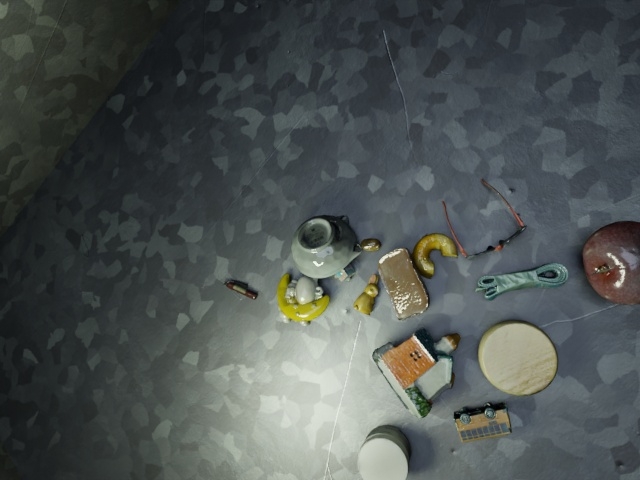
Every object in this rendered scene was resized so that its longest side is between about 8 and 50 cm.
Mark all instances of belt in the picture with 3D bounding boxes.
[{"bbox_3d":[0.701,0.146,1.460,0.301,0.072,0.088,-14,76,15],"label":"belt"}]

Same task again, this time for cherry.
[{"bbox_3d":[0.981,0.064,1.311,0.306,0.221,0.262,-15,86,2],"label":"cherry"}]

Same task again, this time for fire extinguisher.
[{"bbox_3d":[-0.350,0.205,1.809,0.173,0.035,0.049,21,93,16],"label":"fire extinguisher"}]

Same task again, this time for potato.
[{"bbox_3d":[0.200,0.017,1.655,0.083,0.040,0.051,-1,77,16],"label":"potato"}]

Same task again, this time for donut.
[{"bbox_3d":[0.422,0.045,1.564,0.181,0.078,0.146,-40,76,7],"label":"donut"}]

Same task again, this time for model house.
[{"bbox_3d":[0.377,0.438,1.493,0.300,0.190,0.272,-35,69,-6],"label":"model house"}]

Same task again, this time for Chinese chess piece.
[{"bbox_3d":[0.671,0.398,1.423,0.250,0.097,0.251,-2,82,16],"label":"Chinese chess piece"}]

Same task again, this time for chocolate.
[{"bbox_3d":[0.324,0.157,1.572,0.161,0.083,0.262,-26,78,37],"label":"chocolate"}]

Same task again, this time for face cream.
[{"bbox_3d":[0.230,0.770,1.483,0.177,0.153,0.178,-2,84,17],"label":"face cream"}]

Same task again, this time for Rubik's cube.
[{"bbox_3d":[0.092,0.128,1.660,0.073,0.084,0.075,-47,53,34],"label":"Rubik's cube"}]

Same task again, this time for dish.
[{"bbox_3d":[0.000,0.000,1.634,0.302,0.120,0.304,-11,57,17],"label":"dish"}]

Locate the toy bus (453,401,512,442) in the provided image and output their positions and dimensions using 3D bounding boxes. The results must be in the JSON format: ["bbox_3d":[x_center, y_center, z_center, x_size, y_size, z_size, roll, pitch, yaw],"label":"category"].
[{"bbox_3d":[0.561,0.625,1.429,0.181,0.091,0.103,-20,79,16],"label":"toy bus"}]

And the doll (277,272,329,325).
[{"bbox_3d":[-0.066,0.218,1.674,0.237,0.111,0.253,-9,66,27],"label":"doll"}]

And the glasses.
[{"bbox_3d":[0.578,-0.080,1.510,0.234,0.118,0.269,-31,75,13],"label":"glasses"}]

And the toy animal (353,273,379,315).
[{"bbox_3d":[0.189,0.205,1.614,0.070,0.083,0.160,24,82,43],"label":"toy animal"}]
